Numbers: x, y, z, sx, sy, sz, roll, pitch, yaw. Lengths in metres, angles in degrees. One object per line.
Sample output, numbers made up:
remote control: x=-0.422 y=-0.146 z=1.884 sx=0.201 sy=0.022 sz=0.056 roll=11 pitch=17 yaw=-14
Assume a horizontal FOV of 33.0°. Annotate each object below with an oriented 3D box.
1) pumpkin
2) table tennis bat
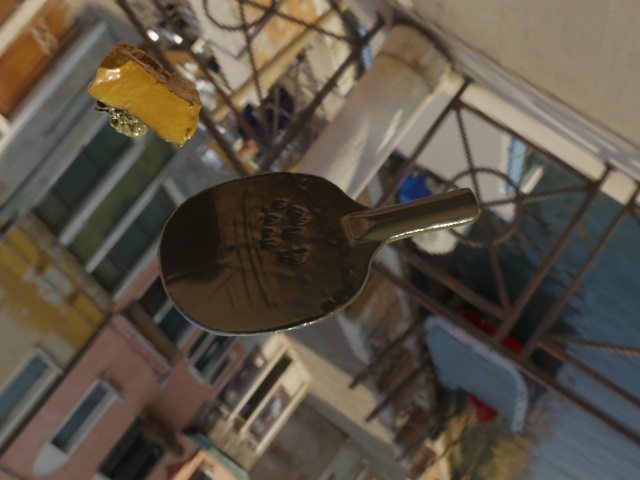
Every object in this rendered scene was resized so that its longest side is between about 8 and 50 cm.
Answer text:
pumpkin: x=-0.118 y=-0.093 z=0.722 sx=0.074 sy=0.054 sz=0.083 roll=34 pitch=-175 yaw=-15
table tennis bat: x=0.000 y=0.000 z=0.778 sx=0.022 sy=0.234 sz=0.131 roll=90 pitch=166 yaw=-59
